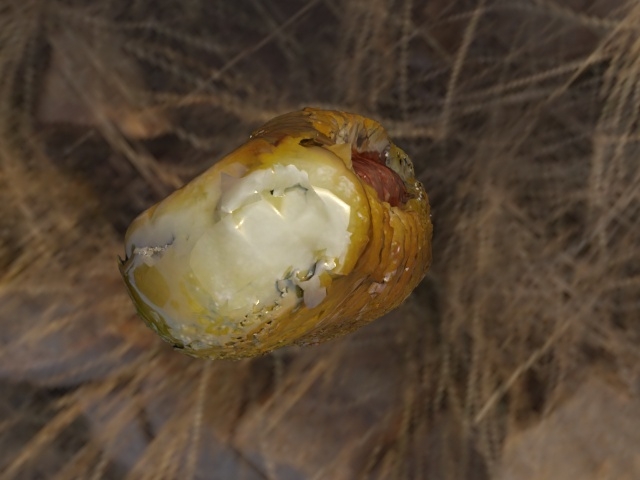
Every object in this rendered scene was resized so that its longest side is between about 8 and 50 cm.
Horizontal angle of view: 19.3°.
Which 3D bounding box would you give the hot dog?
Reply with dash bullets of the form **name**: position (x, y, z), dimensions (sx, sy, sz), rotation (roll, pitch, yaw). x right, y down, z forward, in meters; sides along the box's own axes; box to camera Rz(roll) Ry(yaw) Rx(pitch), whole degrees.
- **hot dog**: position (-0.001, 0.001, 0.623), dimensions (0.068, 0.289, 0.083), rotation (41, 97, 4)
